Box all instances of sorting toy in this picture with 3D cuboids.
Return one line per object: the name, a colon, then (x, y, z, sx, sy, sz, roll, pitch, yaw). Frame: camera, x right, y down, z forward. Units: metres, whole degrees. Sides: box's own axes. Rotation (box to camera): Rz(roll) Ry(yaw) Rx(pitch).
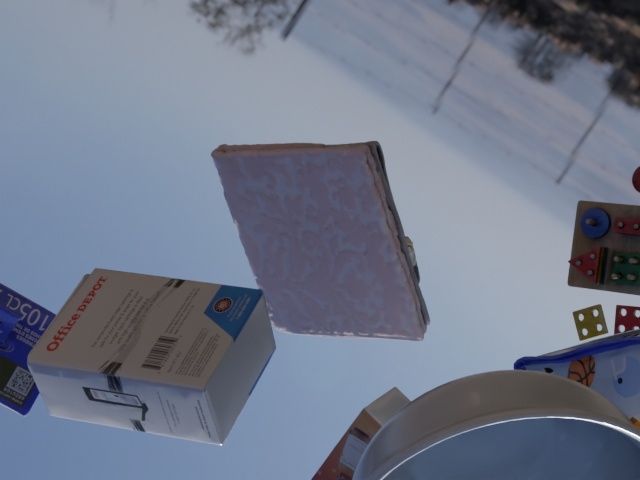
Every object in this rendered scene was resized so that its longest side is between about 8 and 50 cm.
sorting toy: (0.429, 0.019, 1.934, 0.132, 0.274, 0.046, 8, 180, 36)

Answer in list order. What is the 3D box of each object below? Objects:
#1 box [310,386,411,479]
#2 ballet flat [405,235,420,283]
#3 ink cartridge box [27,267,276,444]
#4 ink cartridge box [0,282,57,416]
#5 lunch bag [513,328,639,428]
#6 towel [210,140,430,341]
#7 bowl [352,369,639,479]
box: (0.089, 0.319, 1.844, 0.130, 0.170, 0.091, 43, -146, 16)
ballet flat: (0.117, 0.014, 2.254, 0.203, 0.074, 0.074, 32, -174, -29)
ink cartridge box: (-0.169, 0.114, 1.319, 0.203, 0.148, 0.086, 6, 132, 23)
ink cartridge box: (-0.512, 0.116, 1.829, 0.270, 0.151, 0.395, 32, 168, -18)
lunch bag: (0.478, 0.200, 1.510, 0.328, 0.239, 0.385, -3, 167, -34)
towel: (0.000, 0.000, 2.005, 0.317, 0.053, 0.332, 0, 117, 39)
bowl: (0.150, 0.210, 1.115, 0.298, 0.298, 0.134, 31, -152, -26)
